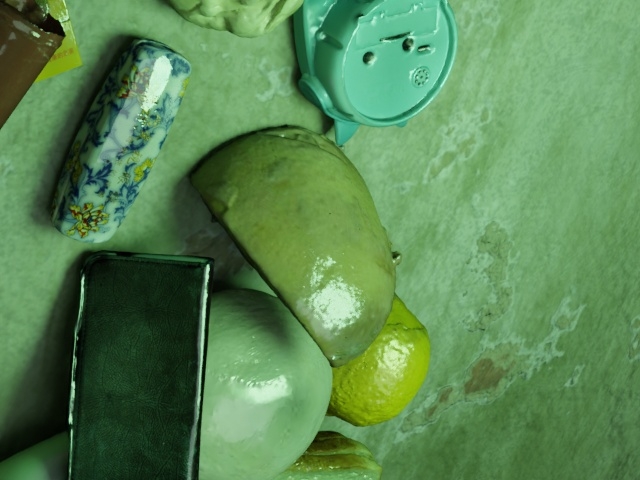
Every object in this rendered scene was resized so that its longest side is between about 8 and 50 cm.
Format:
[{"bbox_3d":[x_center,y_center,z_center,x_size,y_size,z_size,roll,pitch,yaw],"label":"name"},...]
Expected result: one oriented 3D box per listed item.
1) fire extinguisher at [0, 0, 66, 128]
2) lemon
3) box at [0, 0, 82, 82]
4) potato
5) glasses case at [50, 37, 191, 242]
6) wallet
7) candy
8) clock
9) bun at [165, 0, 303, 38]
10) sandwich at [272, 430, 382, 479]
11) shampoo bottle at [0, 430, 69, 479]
[{"bbox_3d":[-0.407,-0.114,1.049,0.147,0.106,0.337,36,101,-19],"label":"fire extinguisher"},{"bbox_3d":[0.072,0.177,1.556,0.193,0.180,0.181,-52,138,-21],"label":"lemon"},{"bbox_3d":[-0.308,-0.239,1.099,0.086,0.023,0.155,-24,130,-20],"label":"box"},{"bbox_3d":[0.000,-0.016,1.323,0.211,0.264,0.189,-34,143,-7],"label":"potato"},{"bbox_3d":[-0.231,-0.112,1.211,0.086,0.065,0.248,16,109,-40],"label":"glasses case"},{"bbox_3d":[-0.221,0.173,1.287,0.172,0.045,0.318,3,90,3],"label":"wallet"},{"bbox_3d":[-0.106,0.199,1.409,0.295,0.185,0.296,-8,102,-41],"label":"candy"},{"bbox_3d":[0.080,-0.249,1.341,0.223,0.094,0.274,-20,127,-25],"label":"clock"},{"bbox_3d":[-0.077,-0.327,1.137,0.229,0.145,0.229,-23,132,-27],"label":"bun"},{"bbox_3d":[-0.048,0.440,1.691,0.254,0.099,0.289,9,112,-40],"label":"sandwich"},{"bbox_3d":[-0.387,0.375,1.352,0.349,0.151,0.222,-23,134,-25],"label":"shampoo bottle"}]
